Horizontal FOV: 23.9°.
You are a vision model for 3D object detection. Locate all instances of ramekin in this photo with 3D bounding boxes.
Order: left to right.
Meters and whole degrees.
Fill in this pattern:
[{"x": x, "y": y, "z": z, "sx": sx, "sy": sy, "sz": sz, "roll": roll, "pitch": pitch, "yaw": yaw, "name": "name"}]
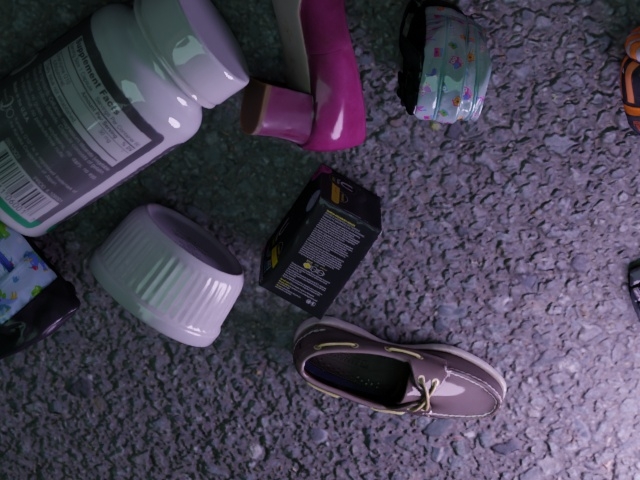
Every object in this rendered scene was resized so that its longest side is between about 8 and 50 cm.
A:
[{"x": -0.201, "y": 0.040, "z": 2.068, "sx": 0.207, "sy": 0.207, "sz": 0.109, "roll": 35, "pitch": 102, "yaw": -14, "name": "ramekin"}]

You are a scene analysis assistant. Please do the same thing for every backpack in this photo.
[{"x": -0.534, "y": 0.008, "z": 2.026, "sx": 0.273, "sy": 0.290, "sz": 0.355, "roll": -33, "pitch": 101, "yaw": -31, "name": "backpack"}, {"x": 0.157, "y": -0.223, "z": 1.944, "sx": 0.115, "sy": 0.182, "sz": 0.152, "roll": 1, "pitch": 114, "yaw": 1, "name": "backpack"}]

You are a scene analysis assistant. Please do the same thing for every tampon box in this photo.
[{"x": 0.000, "y": 0.000, "z": 2.085, "sx": 0.101, "sy": 0.120, "sz": 0.161, "roll": 30, "pitch": 112, "yaw": -13, "name": "tampon box"}]

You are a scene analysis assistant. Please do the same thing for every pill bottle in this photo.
[{"x": -0.284, "y": -0.177, "z": 1.962, "sx": 0.361, "sy": 0.204, "sz": 0.204, "roll": -32, "pitch": 110, "yaw": 14, "name": "pill bottle"}]

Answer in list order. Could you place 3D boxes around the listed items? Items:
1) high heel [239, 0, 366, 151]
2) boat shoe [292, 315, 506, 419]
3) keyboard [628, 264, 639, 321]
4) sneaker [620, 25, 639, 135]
[{"x": 0.020, "y": -0.301, "z": 1.978, "sx": 0.181, "sy": 0.127, "sz": 0.377, "roll": 5, "pitch": 114, "yaw": -33, "name": "high heel"}, {"x": 0.115, "y": 0.201, "z": 2.189, "sx": 0.324, "sy": 0.096, "sz": 0.116, "roll": 18, "pitch": 114, "yaw": -7, "name": "boat shoe"}, {"x": 0.611, "y": 0.069, "z": 2.156, "sx": 0.317, "sy": 0.033, "sz": 0.201, "roll": -24, "pitch": 113, "yaw": 12, "name": "keyboard"}, {"x": 0.557, "y": -0.194, "z": 1.999, "sx": 0.321, "sy": 0.124, "sz": 0.180, "roll": 2, "pitch": 122, "yaw": 8, "name": "sneaker"}]
